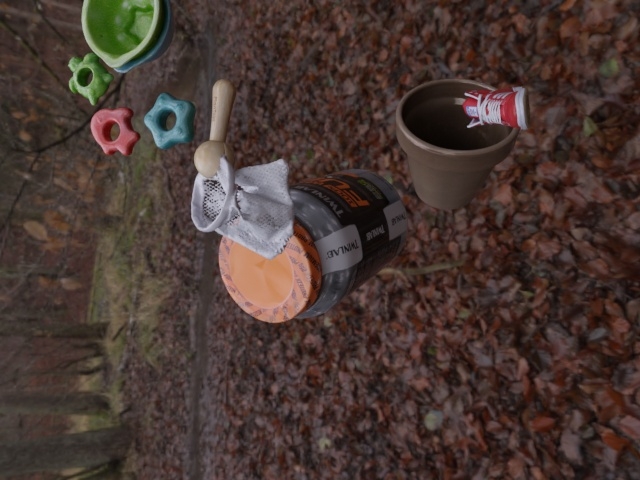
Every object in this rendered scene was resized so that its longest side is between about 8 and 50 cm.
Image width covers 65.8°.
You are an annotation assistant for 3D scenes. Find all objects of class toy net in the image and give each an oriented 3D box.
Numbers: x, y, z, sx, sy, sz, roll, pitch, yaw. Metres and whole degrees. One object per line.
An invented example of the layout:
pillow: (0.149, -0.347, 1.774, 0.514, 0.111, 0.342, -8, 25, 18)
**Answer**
toy net: (-0.110, -0.076, 0.358, 0.122, 0.045, 0.232, -36, 81, 15)

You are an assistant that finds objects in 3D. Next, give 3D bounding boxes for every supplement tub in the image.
supplement tub: (0.000, 0.000, 0.778, 0.193, 0.316, 0.194, 9, 109, 27)

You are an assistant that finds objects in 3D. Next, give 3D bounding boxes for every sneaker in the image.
sneaker: (0.186, -0.140, 0.527, 0.118, 0.066, 0.042, -49, -46, -64)

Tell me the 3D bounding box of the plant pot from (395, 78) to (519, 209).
plant pot: (0.295, -0.200, 1.129, 0.229, 0.262, 0.263, 85, 172, -52)
